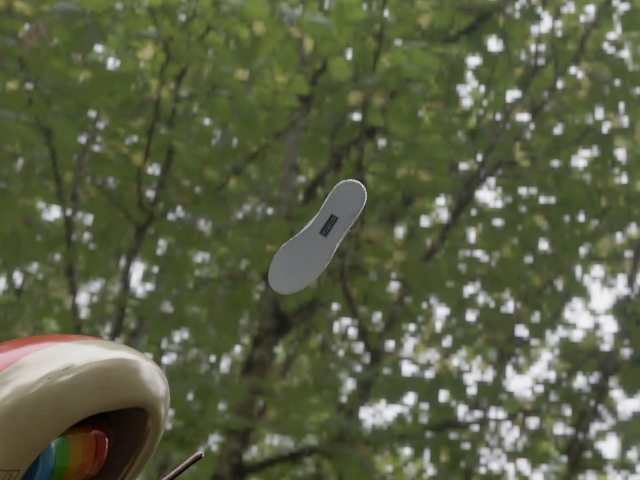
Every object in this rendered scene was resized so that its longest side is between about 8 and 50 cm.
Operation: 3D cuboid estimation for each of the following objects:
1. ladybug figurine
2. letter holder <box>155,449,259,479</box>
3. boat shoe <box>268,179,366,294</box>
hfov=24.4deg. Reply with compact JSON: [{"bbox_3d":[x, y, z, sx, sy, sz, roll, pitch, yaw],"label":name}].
[{"bbox_3d":[-0.345,0.229,1.718,0.162,0.305,0.449,36,8,20],"label":"ladybug figurine"},{"bbox_3d":[-0.170,0.350,1.694,0.152,0.214,0.302,52,-45,1],"label":"letter holder"},{"bbox_3d":[0.000,0.000,1.516,0.049,0.142,0.040,38,-8,9],"label":"boat shoe"}]
